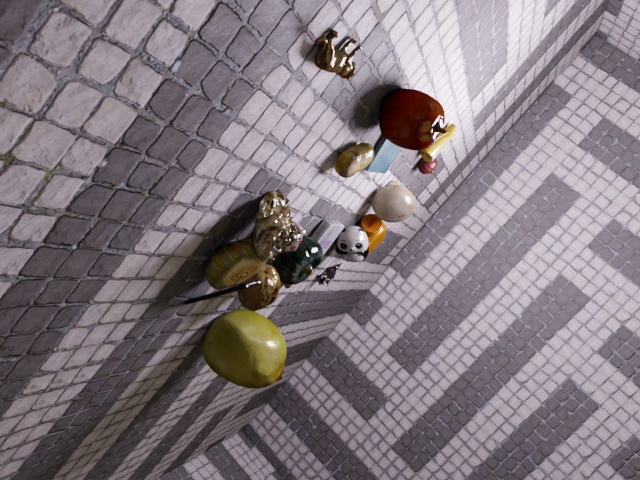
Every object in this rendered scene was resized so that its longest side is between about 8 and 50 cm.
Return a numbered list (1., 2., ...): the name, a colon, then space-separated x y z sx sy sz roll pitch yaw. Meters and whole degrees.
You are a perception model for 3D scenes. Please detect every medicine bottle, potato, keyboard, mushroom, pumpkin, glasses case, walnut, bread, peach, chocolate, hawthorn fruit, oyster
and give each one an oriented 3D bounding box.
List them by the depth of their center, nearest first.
1. oyster: -0.134 -0.045 1.535 0.214 0.084 0.222 -6 97 -70
2. bread: -0.262 0.063 1.571 0.214 0.104 0.213 -31 165 -10
3. keyboard: -0.314 0.166 1.597 0.263 0.016 0.106 -17 176 29
4. hawthorn fruit: 0.321 -0.405 1.699 0.215 0.250 0.215 -28 129 -40
5. potato: 0.117 -0.279 1.741 0.171 0.080 0.107 -33 159 -24
6. walnut: -0.228 0.172 1.835 0.155 0.155 0.184 -26 148 -49
7. glasses case: 0.263 -0.379 1.934 0.105 0.056 0.266 2 134 -35
8. pumpkin: -0.084 0.079 1.940 0.212 0.152 0.211 -26 157 -12
9. peach: -0.289 0.425 1.977 0.281 0.316 0.314 -53 152 -20
10. medicine bottle: 0.000 0.000 2.137 0.201 0.052 0.171 -52 161 13
11. mushroom: 0.338 -0.189 2.336 0.204 0.204 0.204 -41 162 -17
12. chocolate: 0.562 -0.469 2.381 0.219 0.086 0.085 -47 163 -13
13. medicine bottle: 0.245 -0.040 2.509 0.149 0.112 0.222 -41 162 -16

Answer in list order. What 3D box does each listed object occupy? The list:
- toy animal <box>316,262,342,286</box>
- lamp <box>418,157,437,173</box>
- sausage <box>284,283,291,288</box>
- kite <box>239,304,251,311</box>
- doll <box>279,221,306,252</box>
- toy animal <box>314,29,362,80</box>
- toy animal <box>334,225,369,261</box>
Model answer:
1. toy animal: 0.053 0.171 2.608 0.105 0.070 0.202 -4 -154 41
2. lamp: 0.527 -0.370 2.479 0.101 0.090 0.101 -39 -163 15
3. sausage: -0.144 0.169 2.189 0.043 0.043 0.186 -42 162 -14
4. kite: -0.345 0.329 2.121 0.250 0.012 0.229 -35 156 -32
5. doll: -0.126 -0.014 1.743 0.149 0.095 0.192 -38 164 -6
6. toy animal: 0.043 -0.449 1.234 0.099 0.057 0.241 -55 161 26
7. toy animal: 0.142 0.014 2.351 0.179 0.166 0.138 79 12 -59
